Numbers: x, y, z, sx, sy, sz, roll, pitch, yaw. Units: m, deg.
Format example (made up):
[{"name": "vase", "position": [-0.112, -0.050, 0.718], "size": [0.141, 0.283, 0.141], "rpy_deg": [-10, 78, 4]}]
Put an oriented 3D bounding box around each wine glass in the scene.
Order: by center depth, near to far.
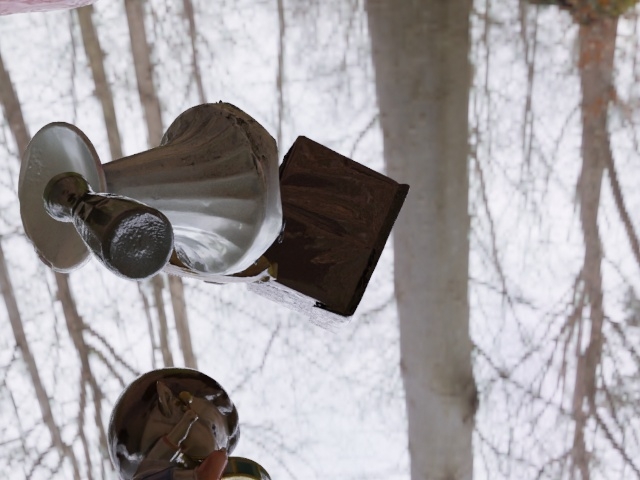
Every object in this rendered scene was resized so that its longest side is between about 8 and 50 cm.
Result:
[{"name": "wine glass", "position": [-0.150, -0.045, 1.190], "size": [0.196, 0.165, 0.165], "rpy_deg": [-2, -149, -46]}]

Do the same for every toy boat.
[{"name": "toy boat", "position": [-0.115, 0.025, 1.515], "size": [0.149, 0.049, 0.047], "rpy_deg": [6, -104, -24]}]

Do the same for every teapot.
[{"name": "teapot", "position": [-0.124, -0.012, 0.759], "size": [0.043, 0.043, 0.111], "rpy_deg": [-26, -152, -24]}]

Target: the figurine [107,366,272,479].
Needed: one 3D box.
[{"name": "figurine", "position": [-0.144, 0.224, 1.433], "size": [0.158, 0.161, 0.275], "rpy_deg": [2, -152, -16]}]

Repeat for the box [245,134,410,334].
[{"name": "box", "position": [0.000, 0.000, 1.691], "size": [0.153, 0.252, 0.188], "rpy_deg": [24, -96, 2]}]

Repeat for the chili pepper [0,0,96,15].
[{"name": "chili pepper", "position": [-0.349, -0.351, 1.449], "size": [0.305, 0.229, 0.251], "rpy_deg": [-17, 176, -41]}]
